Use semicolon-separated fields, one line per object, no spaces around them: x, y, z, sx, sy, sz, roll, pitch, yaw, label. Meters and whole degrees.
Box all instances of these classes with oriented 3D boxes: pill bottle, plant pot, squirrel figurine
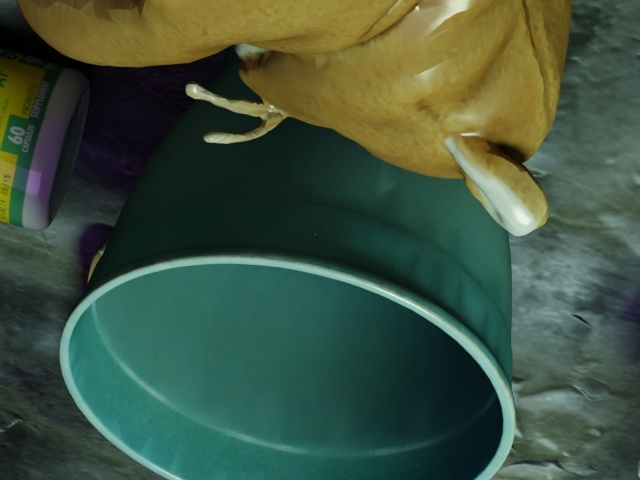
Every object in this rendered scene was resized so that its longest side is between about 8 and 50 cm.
-0.273;-0.087;1.102;0.208;0.118;0.118;16;142;-3;pill bottle
0.000;0.000;1.022;0.271;0.255;0.272;8;141;6;plant pot
0.041;-0.159;0.666;0.397;0.281;0.370;-12;143;32;squirrel figurine

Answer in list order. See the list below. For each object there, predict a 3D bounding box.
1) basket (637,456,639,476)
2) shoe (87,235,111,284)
0.442;0.214;1.042;0.331;0.328;0.266;-5;159;-31;basket
-0.153;0.085;1.317;0.058;0.077;0.219;14;140;7;shoe
